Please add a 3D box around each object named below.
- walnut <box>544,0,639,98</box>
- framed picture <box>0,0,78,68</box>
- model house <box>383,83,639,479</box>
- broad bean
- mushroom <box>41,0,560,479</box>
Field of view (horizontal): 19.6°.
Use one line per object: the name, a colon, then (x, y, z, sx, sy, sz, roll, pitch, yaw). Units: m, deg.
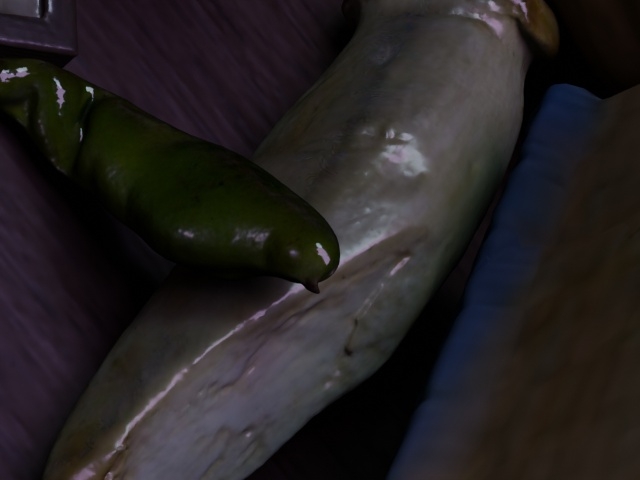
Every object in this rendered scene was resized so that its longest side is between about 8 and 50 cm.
walnut: (0.243, -0.177, 0.890, 0.344, 0.306, 0.306, 23, 60, -40)
framed picture: (-0.182, -0.142, 0.759, 0.169, 0.023, 0.127, 6, 70, -32)
model house: (0.196, 0.130, 0.741, 0.382, 0.343, 0.334, 46, 45, -22)
broad bean: (-0.069, -0.027, 0.738, 0.195, 0.046, 0.061, 29, 17, 20)
mushroom: (0.003, 0.000, 0.785, 0.333, 0.107, 0.087, -57, 143, -35)
